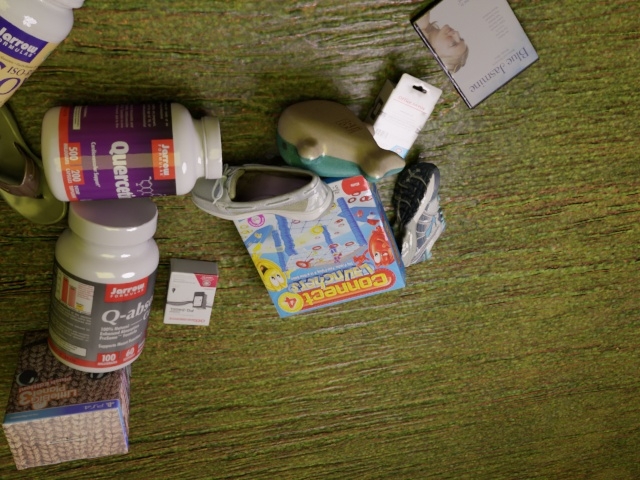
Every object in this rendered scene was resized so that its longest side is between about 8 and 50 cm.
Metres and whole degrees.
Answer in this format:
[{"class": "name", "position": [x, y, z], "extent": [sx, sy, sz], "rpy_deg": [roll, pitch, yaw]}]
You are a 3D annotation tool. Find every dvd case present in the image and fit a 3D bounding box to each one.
[{"class": "dvd case", "position": [0.324, -0.416, 1.459], "extent": [0.180, 0.022, 0.253], "rpy_deg": [-37, 123, 11]}]

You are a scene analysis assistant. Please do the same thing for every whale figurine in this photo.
[{"class": "whale figurine", "position": [0.033, -0.175, 1.406], "extent": [0.216, 0.272, 0.141], "rpy_deg": [-28, 142, -44]}]

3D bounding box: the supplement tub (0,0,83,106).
[{"class": "supplement tub", "position": [-0.564, -0.365, 1.148], "extent": [0.331, 0.241, 0.241], "rpy_deg": [-40, 122, 14]}]

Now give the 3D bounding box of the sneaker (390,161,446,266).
[{"class": "sneaker", "position": [0.236, -0.062, 1.636], "extent": [0.122, 0.110, 0.283], "rpy_deg": [-6, 132, -24]}]

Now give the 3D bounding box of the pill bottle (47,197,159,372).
[{"class": "pill bottle", "position": [-0.457, 0.082, 1.485], "extent": [0.210, 0.210, 0.362], "rpy_deg": [7, 121, -17]}]

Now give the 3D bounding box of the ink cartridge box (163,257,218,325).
[{"class": "ink cartridge box", "position": [-0.304, 0.122, 1.636], "extent": [0.109, 0.063, 0.150], "rpy_deg": [5, 121, -17]}]

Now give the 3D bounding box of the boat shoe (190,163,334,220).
[{"class": "boat shoe", "position": [-0.132, -0.108, 1.424], "extent": [0.321, 0.118, 0.103], "rpy_deg": [8, 155, 26]}]

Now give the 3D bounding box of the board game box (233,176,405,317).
[{"class": "board game box", "position": [0.000, 0.000, 1.559], "extent": [0.308, 0.086, 0.301], "rpy_deg": [-16, 120, 13]}]

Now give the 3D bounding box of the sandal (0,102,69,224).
[{"class": "sandal", "position": [-0.610, -0.146, 1.373], "extent": [0.120, 0.086, 0.302], "rpy_deg": [-23, 125, 2]}]

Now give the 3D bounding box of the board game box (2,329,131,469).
[{"class": "board game box", "position": [-0.556, 0.338, 1.580], "extent": [0.232, 0.291, 0.141], "rpy_deg": [-6, 124, -10]}]

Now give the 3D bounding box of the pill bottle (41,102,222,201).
[{"class": "pill bottle", "position": [-0.358, -0.173, 1.358], "extent": [0.323, 0.181, 0.181], "rpy_deg": [-4, 123, -10]}]

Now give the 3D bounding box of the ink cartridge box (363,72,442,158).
[{"class": "ink cartridge box", "position": [0.166, -0.268, 1.494], "extent": [0.104, 0.060, 0.180], "rpy_deg": [19, 117, -23]}]
